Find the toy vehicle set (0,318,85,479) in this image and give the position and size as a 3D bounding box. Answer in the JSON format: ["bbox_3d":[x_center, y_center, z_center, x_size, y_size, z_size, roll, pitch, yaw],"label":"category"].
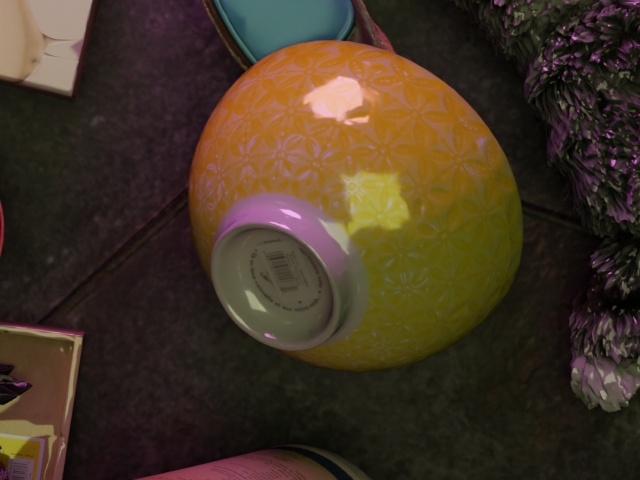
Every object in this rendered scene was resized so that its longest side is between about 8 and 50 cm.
[{"bbox_3d":[-0.306,0.199,1.428,0.166,0.035,0.267,9,92,-7],"label":"toy vehicle set"}]

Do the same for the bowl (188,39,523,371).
[{"bbox_3d":[0.000,0.000,1.313,0.289,0.156,0.289,15,124,23],"label":"bowl"}]

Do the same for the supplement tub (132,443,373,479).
[{"bbox_3d":[-0.102,0.293,1.294,0.316,0.228,0.228,-6,95,-46],"label":"supplement tub"}]

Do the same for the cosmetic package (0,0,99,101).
[{"bbox_3d":[-0.337,-0.227,1.363,0.309,0.113,0.160,12,92,-6],"label":"cosmetic package"}]

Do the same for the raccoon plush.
[{"bbox_3d":[0.190,-0.095,1.392,0.299,0.216,0.446,16,92,1],"label":"raccoon plush"}]

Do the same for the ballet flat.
[{"bbox_3d":[0.011,-0.147,1.403,0.123,0.123,0.348,-42,90,-2],"label":"ballet flat"}]

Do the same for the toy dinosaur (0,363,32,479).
[{"bbox_3d":[-0.340,0.214,1.339,0.322,0.164,0.218,18,108,-28],"label":"toy dinosaur"}]

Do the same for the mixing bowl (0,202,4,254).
[{"bbox_3d":[-0.354,-0.008,1.377,0.181,0.098,0.181,0,89,-7],"label":"mixing bowl"}]
